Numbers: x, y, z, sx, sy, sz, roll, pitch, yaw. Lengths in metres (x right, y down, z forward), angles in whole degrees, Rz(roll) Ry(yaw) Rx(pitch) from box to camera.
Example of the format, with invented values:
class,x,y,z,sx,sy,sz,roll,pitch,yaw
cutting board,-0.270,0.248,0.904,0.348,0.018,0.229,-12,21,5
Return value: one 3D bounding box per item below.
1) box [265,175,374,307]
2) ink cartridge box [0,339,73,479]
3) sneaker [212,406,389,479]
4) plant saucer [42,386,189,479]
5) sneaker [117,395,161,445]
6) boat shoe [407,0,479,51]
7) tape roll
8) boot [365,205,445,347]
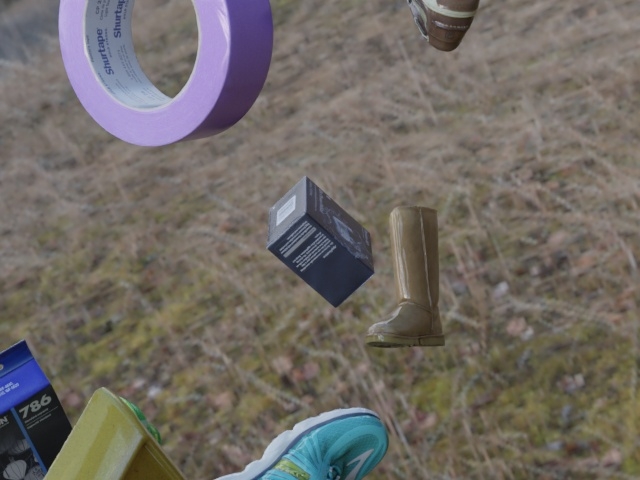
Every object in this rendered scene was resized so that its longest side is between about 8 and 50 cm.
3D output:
class,x,y,z,sx,sy,sz,roll,pitch,yaw
box,0.000,0.000,1.862,0.093,0.158,0.156,-42,19,17
ink cartridge box,-0.534,0.339,2.039,0.165,0.332,0.065,-32,46,-19
sneaker,-0.029,0.287,1.269,0.275,0.107,0.110,-31,24,-20
plant saucer,-0.255,0.423,1.547,0.081,0.333,0.332,-7,40,33
sneaker,-0.308,0.305,1.807,0.124,0.109,0.295,-1,-16,-21
boat shoe,0.149,-0.334,1.548,0.095,0.095,0.257,6,33,-6
tape roll,-0.193,-0.256,1.408,0.275,0.274,0.090,-12,5,35
boot,0.154,0.068,2.175,0.089,0.269,0.236,-7,-8,31
